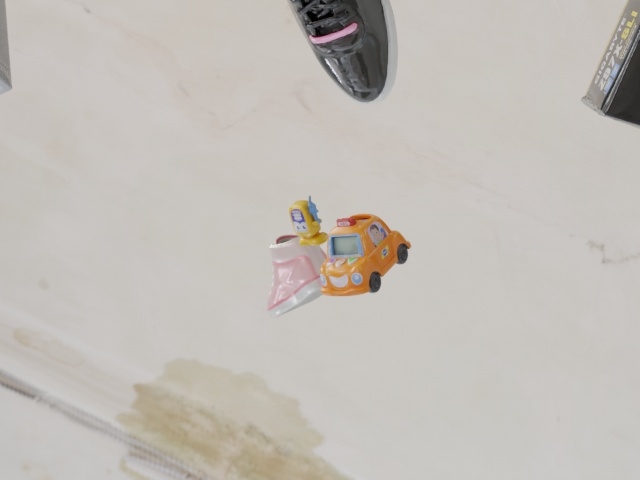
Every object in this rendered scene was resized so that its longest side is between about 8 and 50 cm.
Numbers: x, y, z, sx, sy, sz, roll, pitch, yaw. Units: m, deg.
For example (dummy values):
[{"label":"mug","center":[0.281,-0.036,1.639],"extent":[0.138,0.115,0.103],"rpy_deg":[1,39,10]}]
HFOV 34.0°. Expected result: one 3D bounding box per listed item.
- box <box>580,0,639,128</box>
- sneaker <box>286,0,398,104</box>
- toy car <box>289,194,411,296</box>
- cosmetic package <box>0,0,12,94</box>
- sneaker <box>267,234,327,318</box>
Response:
[{"label":"box","center":[0.362,-0.193,0.695],"extent":[0.257,0.079,0.321],"rpy_deg":[19,-72,-3]},{"label":"sneaker","center":[-0.023,-0.249,0.989],"extent":[0.105,0.147,0.295],"rpy_deg":[-11,-70,32]},{"label":"toy car","center":[0.000,0.000,0.623],"extent":[0.122,0.060,0.040],"rpy_deg":[11,-52,54]},{"label":"cosmetic package","center":[-0.395,-0.260,1.064],"extent":[0.107,0.127,0.237],"rpy_deg":[-21,-114,12]},{"label":"sneaker","center":[-0.028,0.032,1.068],"extent":[0.051,0.134,0.070],"rpy_deg":[-24,-98,-28]}]
